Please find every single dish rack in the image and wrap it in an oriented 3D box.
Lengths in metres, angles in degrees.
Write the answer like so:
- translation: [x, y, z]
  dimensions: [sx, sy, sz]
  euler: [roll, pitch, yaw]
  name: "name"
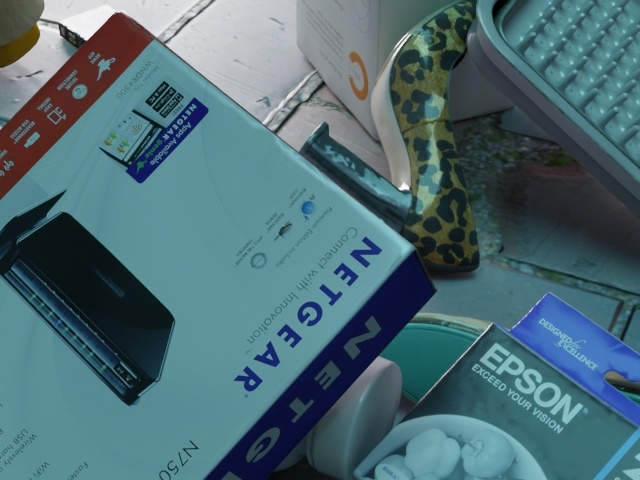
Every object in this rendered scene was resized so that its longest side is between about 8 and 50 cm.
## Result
- translation: [0.289, -0.141, 1.162]
  dimensions: [0.333, 0.072, 0.285]
  euler: [42, 49, -3]
  name: "dish rack"

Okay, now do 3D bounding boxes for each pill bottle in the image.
- translation: [-0.057, 0.095, 0.926]
  dimensions: [0.221, 0.124, 0.124]
  euler: [18, 42, 22]
  name: "pill bottle"

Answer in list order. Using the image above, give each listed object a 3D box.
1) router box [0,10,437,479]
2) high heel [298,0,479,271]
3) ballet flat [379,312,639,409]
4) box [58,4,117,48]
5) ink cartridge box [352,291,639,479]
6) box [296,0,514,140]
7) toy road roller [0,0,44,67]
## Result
- translation: [-0.143, 0.052, 0.853]
  dimensions: [0.301, 0.082, 0.335]
  euler: [39, 83, 27]
  name: "router box"
- translation: [0.125, -0.098, 1.150]
  dimensions: [0.186, 0.093, 0.261]
  euler: [40, 67, 5]
  name: "high heel"
- translation: [0.162, 0.110, 0.955]
  dimensions: [0.248, 0.086, 0.086]
  euler: [19, 42, 21]
  name: "ballet flat"
- translation: [-0.248, -0.236, 1.432]
  dimensions: [0.067, 0.018, 0.083]
  euler: [-27, 46, -31]
  name: "box"
- translation: [0.166, 0.150, 0.845]
  dimensions: [0.206, 0.045, 0.208]
  euler: [36, 72, 29]
  name: "ink cartridge box"
- translation: [0.088, -0.311, 1.260]
  dimensions: [0.168, 0.345, 0.215]
  euler: [-15, 41, -18]
  name: "box"
- translation: [-0.487, -0.269, 1.342]
  dimensions: [0.329, 0.203, 0.241]
  euler: [17, 54, 29]
  name: "toy road roller"
